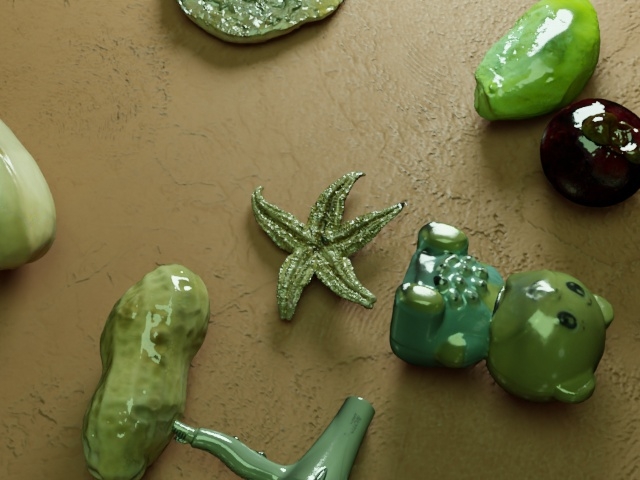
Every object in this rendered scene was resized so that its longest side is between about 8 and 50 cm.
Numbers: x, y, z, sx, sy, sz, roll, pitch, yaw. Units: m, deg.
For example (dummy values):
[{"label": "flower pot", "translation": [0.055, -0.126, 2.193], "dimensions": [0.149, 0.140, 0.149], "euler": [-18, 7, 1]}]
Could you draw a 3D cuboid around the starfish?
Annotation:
[{"label": "starfish", "translation": [0.000, 0.000, 2.028], "dimensions": [0.240, 0.043, 0.227], "euler": [39, 70, 21]}]

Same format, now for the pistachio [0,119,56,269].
[{"label": "pistachio", "translation": [-0.456, -0.082, 1.999], "dimensions": [0.187, 0.187, 0.299], "euler": [-30, 71, -12]}]

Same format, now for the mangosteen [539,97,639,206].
[{"label": "mangosteen", "translation": [0.364, -0.119, 2.018], "dimensions": [0.152, 0.152, 0.152], "euler": [-1, 65, 1]}]

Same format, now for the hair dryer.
[{"label": "hair dryer", "translation": [-0.034, 0.251, 1.889], "dimensions": [0.219, 0.088, 0.225], "euler": [-35, 73, -29]}]

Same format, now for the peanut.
[{"label": "peanut", "translation": [-0.220, 0.164, 1.912], "dimensions": [0.130, 0.130, 0.290], "euler": [10, 65, 6]}]

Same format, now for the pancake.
[{"label": "pancake", "translation": [-0.086, -0.404, 2.215], "dimensions": [0.282, 0.049, 0.282], "euler": [-1, 66, 1]}]

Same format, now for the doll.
[{"label": "doll", "translation": [0.225, 0.103, 1.909], "dimensions": [0.260, 0.161, 0.177], "euler": [15, 45, 10]}]

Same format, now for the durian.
[{"label": "durian", "translation": [0.306, -0.254, 2.107], "dimensions": [0.139, 0.101, 0.250], "euler": [38, 72, 18]}]
